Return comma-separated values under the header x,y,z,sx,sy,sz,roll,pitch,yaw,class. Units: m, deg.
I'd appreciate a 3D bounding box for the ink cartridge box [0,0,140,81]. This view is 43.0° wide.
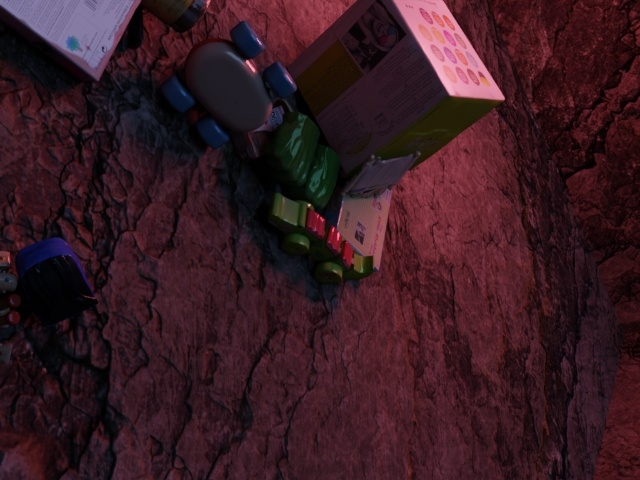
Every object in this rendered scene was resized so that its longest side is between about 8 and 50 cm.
x,y,z,sx,sy,sz,roll,pitch,yaw,class
-0.471,-0.436,1.387,0.311,0.065,0.186,39,68,-43,ink cartridge box

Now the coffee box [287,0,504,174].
x,y,z,sx,sy,sz,roll,pitch,yaw,class
0.192,-0.392,2.043,0.337,0.338,0.334,-11,69,-55,coffee box

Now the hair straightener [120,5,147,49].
x,y,z,sx,sy,sz,roll,pitch,yaw,class
-0.367,-0.480,1.624,0.089,0.047,0.231,24,54,-49,hair straightener

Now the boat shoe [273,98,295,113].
x,y,z,sx,sy,sz,roll,pitch,yaw,class
-0.072,-0.282,1.952,0.045,0.050,0.135,-58,134,-52,boat shoe

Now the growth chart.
x,y,z,sx,sy,sz,roll,pitch,yaw,class
0.148,-0.160,2.011,0.237,0.172,0.021,-13,63,-49,growth chart

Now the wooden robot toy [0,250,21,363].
x,y,z,sx,sy,sz,roll,pitch,yaw,class
-0.489,0.094,1.186,0.079,0.076,0.173,11,67,-41,wooden robot toy

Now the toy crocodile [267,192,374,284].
x,y,z,sx,sy,sz,roll,pitch,yaw,class
0.000,0.000,1.883,0.340,0.105,0.115,42,45,-38,toy crocodile

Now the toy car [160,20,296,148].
x,y,z,sx,sy,sz,roll,pitch,yaw,class
-0.199,-0.355,1.714,0.210,0.219,0.238,48,13,-32,toy car

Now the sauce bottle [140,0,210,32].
x,y,z,sx,sy,sz,roll,pitch,yaw,class
-0.366,-0.531,1.518,0.344,0.111,0.111,35,49,-32,sauce bottle

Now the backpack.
x,y,z,sx,sy,sz,roll,pitch,yaw,class
-0.417,0.055,1.251,0.098,0.101,0.120,-29,136,-17,backpack

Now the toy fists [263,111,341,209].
x,y,z,sx,sy,sz,roll,pitch,yaw,class
-0.043,-0.170,1.861,0.279,0.096,0.142,49,52,-59,toy fists

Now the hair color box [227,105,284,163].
x,y,z,sx,sy,sz,roll,pitch,yaw,class
-0.133,-0.241,1.841,0.167,0.053,0.093,-33,105,-54,hair color box

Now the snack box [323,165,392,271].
x,y,z,sx,sy,sz,roll,pitch,yaw,class
0.100,-0.094,2.103,0.187,0.060,0.322,43,44,-35,snack box
